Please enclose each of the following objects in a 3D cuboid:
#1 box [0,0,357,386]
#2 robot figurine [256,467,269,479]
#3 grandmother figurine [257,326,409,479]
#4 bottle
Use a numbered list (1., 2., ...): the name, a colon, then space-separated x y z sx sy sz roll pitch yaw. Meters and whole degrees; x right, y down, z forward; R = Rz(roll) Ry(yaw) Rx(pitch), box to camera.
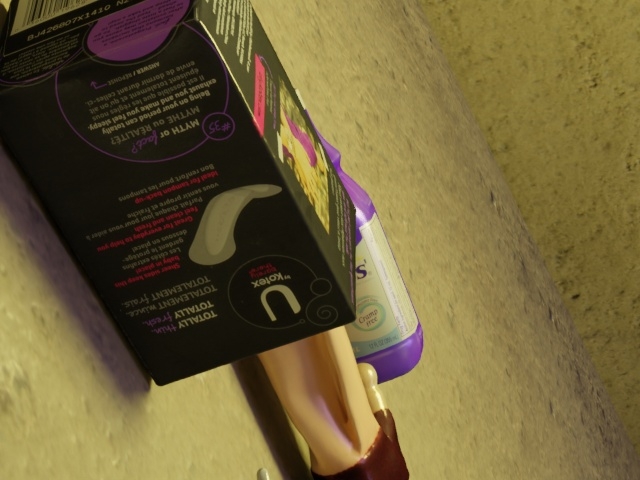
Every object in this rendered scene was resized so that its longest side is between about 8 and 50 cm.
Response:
1. box: -0.097 -0.057 1.318 0.143 0.165 0.270 -89 157 -55
2. robot figurine: 0.013 0.322 1.168 0.300 0.200 0.353 -128 -163 -84
3. grandmother figurine: 0.025 0.183 1.621 0.208 0.104 0.342 -46 118 -47
4. bottle: 0.000 0.000 1.728 0.092 0.118 0.283 -65 135 -70
